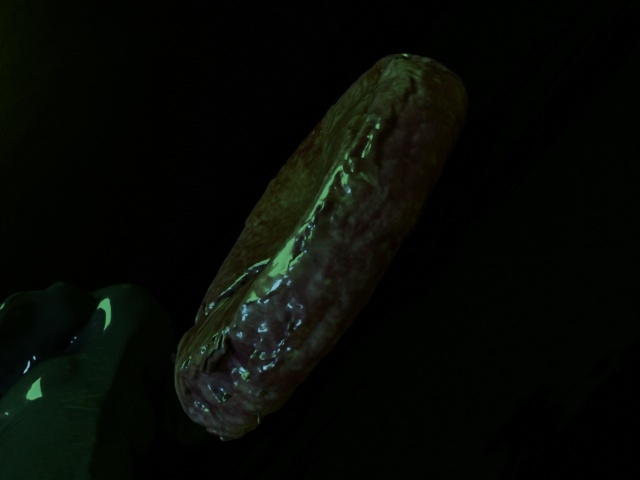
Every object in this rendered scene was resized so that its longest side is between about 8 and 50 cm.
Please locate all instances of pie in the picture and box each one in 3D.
[{"bbox_3d":[0.000,0.000,0.674,0.182,0.050,0.182,-55,9,13],"label":"pie"}]

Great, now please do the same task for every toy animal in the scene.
[{"bbox_3d":[-0.118,0.113,0.723,0.146,0.115,0.245,-56,25,31],"label":"toy animal"}]
